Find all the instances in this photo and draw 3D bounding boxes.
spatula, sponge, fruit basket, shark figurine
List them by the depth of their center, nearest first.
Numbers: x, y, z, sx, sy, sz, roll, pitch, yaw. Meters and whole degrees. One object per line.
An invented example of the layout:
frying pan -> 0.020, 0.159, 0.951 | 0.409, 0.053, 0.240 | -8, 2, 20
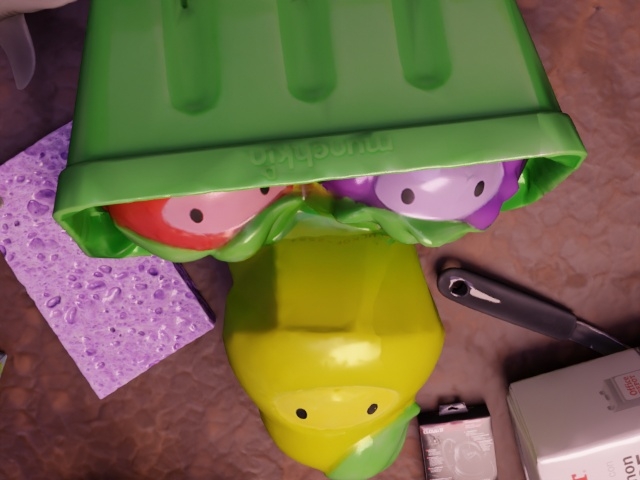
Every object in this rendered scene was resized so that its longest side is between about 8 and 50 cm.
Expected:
fruit basket -> 0.000, 0.000, 1.132 | 0.392, 0.283, 0.392 | 0, 82, -2
shark figurine -> -0.289, -0.142, 1.136 | 0.166, 0.116, 0.278 | 51, 128, 19
sponge -> -0.188, 0.015, 1.252 | 0.117, 0.031, 0.210 | -31, 102, 6
spatula -> 0.232, 0.087, 1.278 | 0.296, 0.030, 0.084 | 23, 111, -6

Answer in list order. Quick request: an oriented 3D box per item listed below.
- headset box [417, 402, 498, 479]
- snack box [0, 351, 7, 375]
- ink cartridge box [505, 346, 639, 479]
headset box -> 0.117, 0.179, 1.299 | 0.062, 0.032, 0.083 | -9, 103, 0
snack box -> -0.378, 0.167, 1.267 | 0.174, 0.070, 0.207 | 19, 101, -5
ink cartridge box -> 0.315, 0.189, 1.244 | 0.283, 0.117, 0.207 | -16, 118, 3
